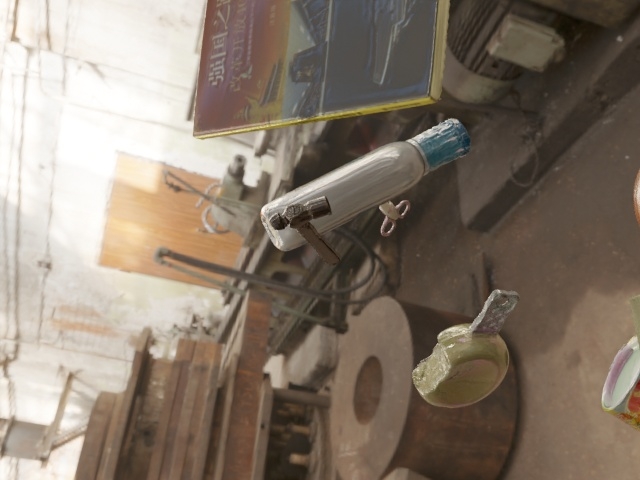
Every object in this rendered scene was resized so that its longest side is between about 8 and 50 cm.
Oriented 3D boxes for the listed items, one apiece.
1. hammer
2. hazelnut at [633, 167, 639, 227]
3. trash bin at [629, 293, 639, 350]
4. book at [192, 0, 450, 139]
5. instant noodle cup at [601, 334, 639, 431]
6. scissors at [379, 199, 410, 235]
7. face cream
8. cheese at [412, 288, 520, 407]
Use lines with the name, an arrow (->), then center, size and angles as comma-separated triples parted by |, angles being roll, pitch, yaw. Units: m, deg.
hammer -> 0.000, 0.000, 0.712 | 0.178, 0.065, 0.021 | 52, -160, -64
hazelnut -> 0.523, -0.062, 0.829 | 0.176, 0.215, 0.214 | 45, -126, -69
trash bin -> 0.561, 0.193, 0.954 | 0.243, 0.121, 0.247 | 36, -136, -71
book -> -0.016, -0.262, 0.734 | 0.374, 0.028, 0.262 | 1, 84, 42
instant noodle cup -> 0.791, 0.348, 1.459 | 0.264, 0.200, 0.264 | -61, -11, -20
scissors -> 0.129, -0.060, 1.215 | 0.085, 0.022, 0.176 | -51, -27, 1
face cream -> 0.073, -0.089, 0.969 | 0.080, 0.337, 0.163 | 64, 171, -6
cheese -> 0.273, 0.191, 1.139 | 0.082, 0.163, 0.286 | -104, 22, -48
